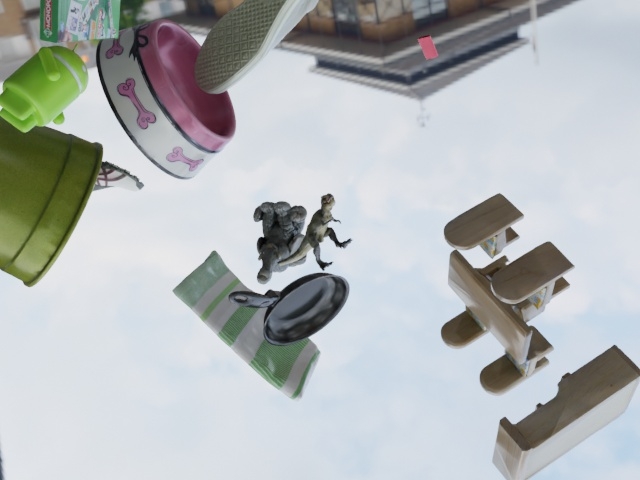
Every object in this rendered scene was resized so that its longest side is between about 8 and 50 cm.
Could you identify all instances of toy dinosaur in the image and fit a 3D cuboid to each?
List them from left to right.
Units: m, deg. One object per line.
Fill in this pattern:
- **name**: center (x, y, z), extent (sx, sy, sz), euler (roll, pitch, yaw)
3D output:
- **toy dinosaur**: center (0.000, 0.000, 2.057), extent (0.118, 0.268, 0.064), euler (43, -145, 13)

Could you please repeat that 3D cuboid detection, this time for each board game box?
- **board game box**: center (-0.463, -0.554, 1.661), extent (0.046, 0.317, 0.213), euler (13, -161, 16)

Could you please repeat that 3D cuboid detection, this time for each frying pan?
- **frying pan**: center (-0.080, 0.136, 1.622), extent (0.326, 0.197, 0.053), euler (-5, -134, -40)

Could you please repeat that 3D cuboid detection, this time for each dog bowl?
- **dog bowl**: center (-0.362, -0.364, 2.099), extent (0.150, 0.408, 0.408), euler (-27, -158, 18)

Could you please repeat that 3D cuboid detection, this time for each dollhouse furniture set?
- **dollhouse furniture set**: center (0.332, 0.197, 1.539), extent (0.257, 0.362, 0.394), euler (-29, -124, -15)

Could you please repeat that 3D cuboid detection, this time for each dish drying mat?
- **dish drying mat**: center (0.266, -0.478, 2.095), extent (0.032, 0.083, 0.008), euler (-8, -118, 20)

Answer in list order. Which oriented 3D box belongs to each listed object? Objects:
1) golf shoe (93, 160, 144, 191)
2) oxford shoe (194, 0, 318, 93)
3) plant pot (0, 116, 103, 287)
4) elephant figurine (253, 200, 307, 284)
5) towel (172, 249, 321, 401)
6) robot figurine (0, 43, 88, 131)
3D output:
- **golf shoe**: center (-0.676, -0.192, 2.586), extent (0.273, 0.120, 0.105), euler (23, 177, -30)
- **oxford shoe**: center (-0.142, -0.538, 2.108), extent (0.169, 0.449, 0.130), euler (47, -166, 21)
- **plant pot**: center (-0.726, -0.133, 1.861), extent (0.366, 0.353, 0.366), euler (-42, -148, 35)
- **elephant figurine**: center (-0.119, 0.019, 2.375), extent (0.186, 0.239, 0.169), euler (9, 168, -30)
- **towel**: center (-0.138, 0.169, 1.717), extent (0.038, 0.325, 0.248), euler (-44, -176, 18)
- **robot figurine**: center (-0.316, -0.178, 0.974), extent (0.067, 0.101, 0.115), euler (34, -119, 8)
